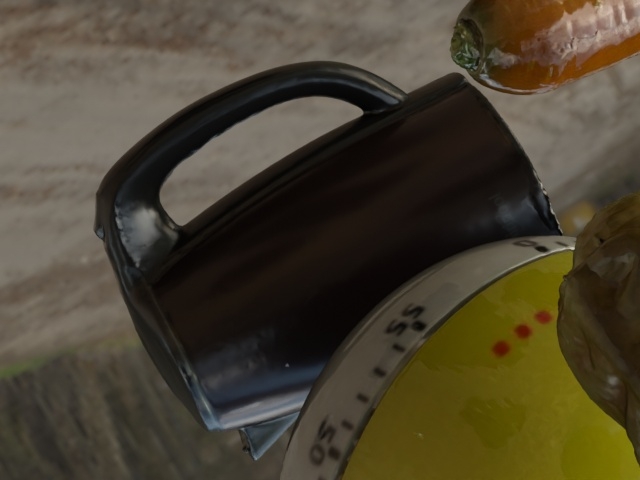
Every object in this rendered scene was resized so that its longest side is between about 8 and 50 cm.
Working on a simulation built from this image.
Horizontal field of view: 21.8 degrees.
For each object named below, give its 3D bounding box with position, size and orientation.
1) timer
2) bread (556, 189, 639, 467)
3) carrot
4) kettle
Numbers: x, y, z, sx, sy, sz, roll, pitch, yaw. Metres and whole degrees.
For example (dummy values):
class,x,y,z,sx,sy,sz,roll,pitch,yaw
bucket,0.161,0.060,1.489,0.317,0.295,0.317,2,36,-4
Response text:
class,x,y,z,sx,sy,sz,roll,pitch,yaw
timer,0.140,0.147,0.748,0.285,0.285,0.285,-31,178,-1
bread,0.182,0.118,0.474,0.077,0.367,0.084,19,117,-48
carrot,0.172,-0.121,0.815,0.271,0.066,0.062,-19,-151,-31
kettle,0.000,0.000,0.949,0.232,0.202,0.144,-27,-162,-10
